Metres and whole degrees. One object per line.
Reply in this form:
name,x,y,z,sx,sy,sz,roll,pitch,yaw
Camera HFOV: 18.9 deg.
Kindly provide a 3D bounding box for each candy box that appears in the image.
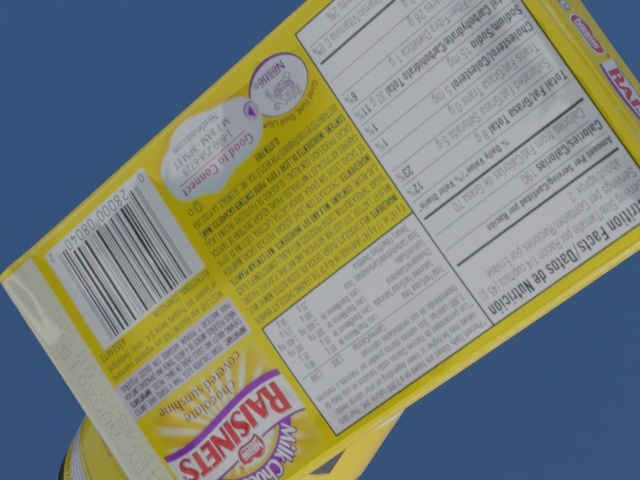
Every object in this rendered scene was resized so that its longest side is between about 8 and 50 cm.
candy box,0.000,0.000,0.536,0.105,0.206,0.027,55,-145,4

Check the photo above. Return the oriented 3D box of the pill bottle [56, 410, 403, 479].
pill bottle,-0.024,0.053,0.718,0.103,0.184,0.103,19,-142,-15
